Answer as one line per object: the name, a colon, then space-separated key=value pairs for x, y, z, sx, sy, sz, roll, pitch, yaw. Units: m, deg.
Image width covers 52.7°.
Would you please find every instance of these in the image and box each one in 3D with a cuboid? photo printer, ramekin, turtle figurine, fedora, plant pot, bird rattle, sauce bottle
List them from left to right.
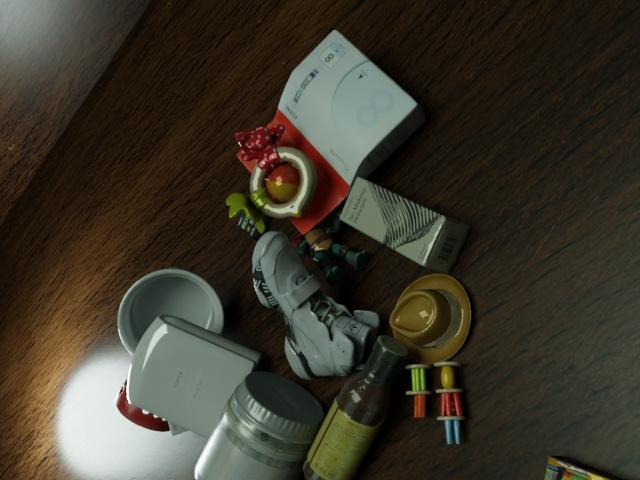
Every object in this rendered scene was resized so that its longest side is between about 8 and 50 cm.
plant pot: x=-0.460 y=0.420 z=1.838 sx=0.191 sy=0.191 sz=0.174 roll=30 pitch=92 yaw=47
ramekin: x=-0.406 y=0.204 z=1.774 sx=0.135 sy=0.277 sz=0.277 roll=-146 pitch=75 yaw=-77
photo printer: x=-0.333 y=0.345 z=1.651 sx=0.308 sy=0.107 sz=0.256 roll=23 pitch=96 yaw=5
bird rattle: x=-0.100 y=-0.141 z=1.477 sx=0.207 sy=0.143 sz=0.253 roll=12 pitch=80 yaw=24
turtle figurine: x=0.000 y=0.000 z=1.515 sx=0.175 sy=0.118 sz=0.234 roll=-43 pitch=52 yaw=-2
sauce bottle: x=0.076 y=0.352 z=1.310 sx=0.111 sy=0.111 sz=0.344 roll=45 pitch=118 yaw=44
fedora: x=0.201 y=0.151 z=1.279 sx=0.194 sy=0.079 sz=0.194 roll=-17 pitch=66 yaw=44

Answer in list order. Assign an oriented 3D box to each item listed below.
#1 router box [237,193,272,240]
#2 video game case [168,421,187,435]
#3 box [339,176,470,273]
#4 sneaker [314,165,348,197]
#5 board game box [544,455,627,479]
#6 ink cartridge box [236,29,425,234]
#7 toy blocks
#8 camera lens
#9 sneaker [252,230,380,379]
router box: x=-0.174 y=-0.073 z=1.784 sx=0.092 sy=0.038 sz=0.122 roll=38 pitch=106 yaw=47
video game case: x=-0.350 y=0.424 z=1.733 sx=0.019 sy=0.143 sz=0.157 roll=108 pitch=144 yaw=-79
box: x=0.170 y=-0.036 z=1.358 sx=0.275 sy=0.094 sz=0.113 roll=30 pitch=100 yaw=47
sneaker: x=0.041 y=-0.219 z=1.572 sx=0.122 sy=0.110 sz=0.283 roll=-2 pitch=74 yaw=25
board game box: x=0.420 y=0.424 z=0.981 sx=0.170 sy=0.048 sz=0.141 roll=8 pitch=83 yaw=48
ink cartridge box: x=0.000 y=-0.253 z=1.488 sx=0.385 sy=0.091 sz=0.308 roll=-43 pitch=63 yaw=6
toy blocks: x=0.217 y=0.310 z=1.231 sx=0.123 sy=0.054 sz=0.148 roll=-17 pitch=66 yaw=43
camera lens: x=-0.137 y=0.462 z=1.442 sx=0.219 sy=0.219 sz=0.274 roll=38 pitch=107 yaw=46
sneaker: x=0.001 y=0.141 z=1.376 sx=0.210 sy=0.137 sz=0.365 roll=-3 pitch=115 yaw=38
